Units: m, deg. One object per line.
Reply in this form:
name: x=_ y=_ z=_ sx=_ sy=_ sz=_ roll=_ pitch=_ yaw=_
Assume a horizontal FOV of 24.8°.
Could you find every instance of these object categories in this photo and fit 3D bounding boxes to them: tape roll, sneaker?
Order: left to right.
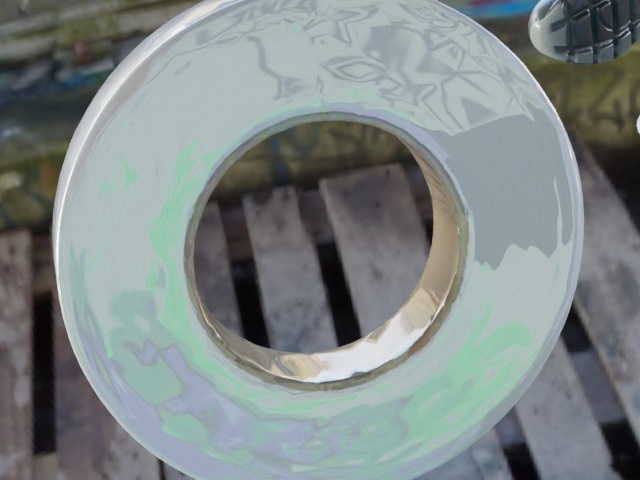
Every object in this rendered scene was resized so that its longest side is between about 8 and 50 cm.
tape roll: x=0.000 y=0.000 z=1.062 sx=0.392 sy=0.392 sz=0.072 roll=-16 pitch=17 yaw=-8
sneaker: x=0.287 y=-0.255 z=1.437 sx=0.267 sy=0.101 sz=0.106 roll=-33 pitch=40 yaw=-29

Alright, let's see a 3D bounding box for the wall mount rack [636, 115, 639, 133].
wall mount rack: x=0.088 y=-0.130 z=0.527 sx=0.350 sy=0.130 sz=0.304 roll=37 pitch=13 yaw=0
